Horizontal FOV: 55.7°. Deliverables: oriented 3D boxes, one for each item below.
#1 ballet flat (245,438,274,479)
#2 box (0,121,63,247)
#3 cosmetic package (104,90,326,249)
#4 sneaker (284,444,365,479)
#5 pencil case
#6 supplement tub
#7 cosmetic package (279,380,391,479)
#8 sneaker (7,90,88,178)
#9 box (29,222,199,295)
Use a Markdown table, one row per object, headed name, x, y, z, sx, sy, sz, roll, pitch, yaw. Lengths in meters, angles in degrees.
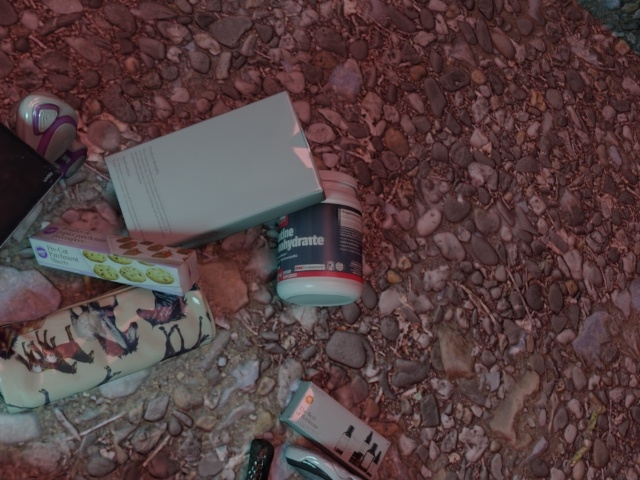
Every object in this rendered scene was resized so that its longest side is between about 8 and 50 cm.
| name | x | y | z | sx | sy | sz | roll | pitch | yaw |
| --- | --- | --- | --- | --- | --- | --- | --- | --- | --- |
| ballet flat | -0.139 | 0.494 | 1.237 | 0.057 | 0.049 | 0.173 | 41 | 60 | -49 |
| box | -0.629 | -0.122 | 0.973 | 0.296 | 0.294 | 0.183 | 45 | 58 | -28 |
| cosmetic package | -0.200 | -0.122 | 1.211 | 0.384 | 0.156 | 0.217 | -18 | 84 | -1 |
| sneaker | 0.019 | 0.547 | 1.260 | 0.268 | 0.101 | 0.153 | 32 | 76 | -3 |
| pencil case | -0.409 | 0.171 | 1.113 | 0.410 | 0.160 | 0.184 | -18 | 94 | -29 |
| supplement tub | 0.000 | 0.000 | 1.351 | 0.191 | 0.191 | 0.272 | 8 | 72 | -25 |
| cosmetic package | 0.035 | 0.418 | 1.328 | 0.239 | 0.060 | 0.099 | 39 | 61 | -12 |
| sneaker | -0.516 | -0.201 | 1.090 | 0.152 | 0.305 | 0.114 | 41 | 72 | -5 |
| box | -0.377 | 0.032 | 1.107 | 0.323 | 0.067 | 0.063 | 11 | 34 | 18 |
